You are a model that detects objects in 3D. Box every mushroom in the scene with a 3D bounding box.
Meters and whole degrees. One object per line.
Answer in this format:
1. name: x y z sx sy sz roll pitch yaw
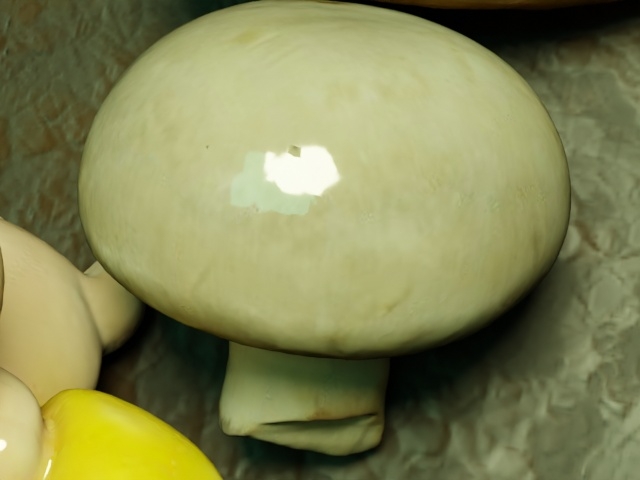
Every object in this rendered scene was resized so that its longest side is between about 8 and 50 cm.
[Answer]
1. mushroom: 0.000 0.000 0.652 0.204 0.204 0.204 -5 72 16

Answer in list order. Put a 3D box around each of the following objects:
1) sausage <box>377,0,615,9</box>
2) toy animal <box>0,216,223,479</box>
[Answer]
1. sausage: 0.041 -0.154 0.667 0.271 0.109 0.109 4 73 -10
2. toy animal: -0.184 0.057 0.595 0.278 0.247 0.345 -3 42 18
